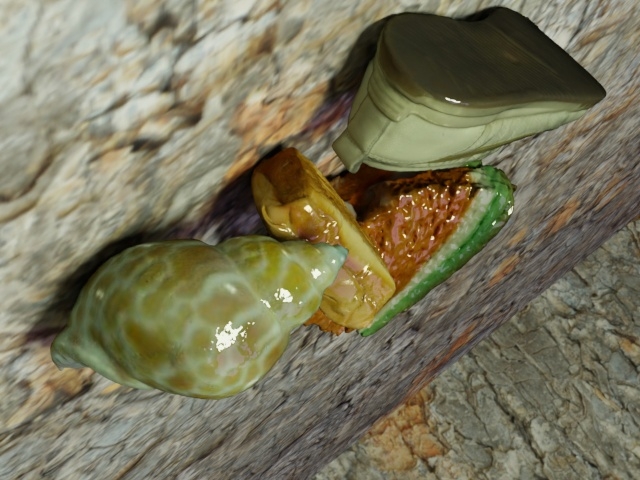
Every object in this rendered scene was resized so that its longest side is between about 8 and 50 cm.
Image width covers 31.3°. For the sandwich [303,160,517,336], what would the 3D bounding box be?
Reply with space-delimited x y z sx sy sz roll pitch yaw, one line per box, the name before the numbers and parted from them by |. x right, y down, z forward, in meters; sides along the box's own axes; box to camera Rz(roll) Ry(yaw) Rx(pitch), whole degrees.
sandwich | 0.043 -0.015 0.904 0.185 0.109 0.160 -45 145 23

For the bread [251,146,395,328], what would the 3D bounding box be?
bread | 0.000 0.000 0.774 0.053 0.074 0.132 -32 131 7

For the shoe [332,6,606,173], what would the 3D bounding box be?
shoe | 0.110 -0.103 0.810 0.275 0.103 0.098 -12 150 -50

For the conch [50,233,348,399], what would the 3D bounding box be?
conch | -0.086 0.046 0.706 0.173 0.106 0.116 -10 154 37
